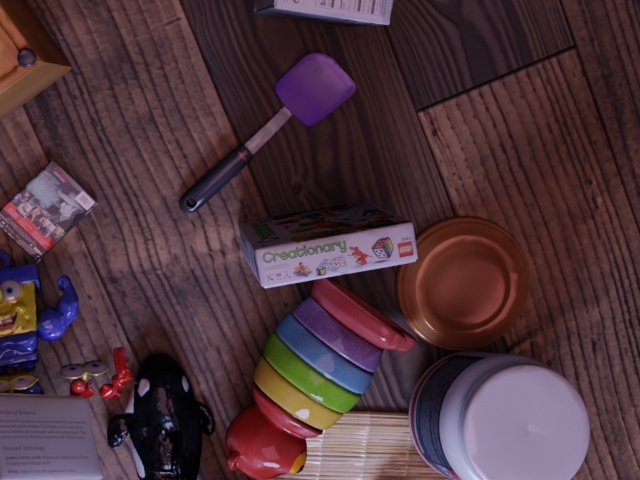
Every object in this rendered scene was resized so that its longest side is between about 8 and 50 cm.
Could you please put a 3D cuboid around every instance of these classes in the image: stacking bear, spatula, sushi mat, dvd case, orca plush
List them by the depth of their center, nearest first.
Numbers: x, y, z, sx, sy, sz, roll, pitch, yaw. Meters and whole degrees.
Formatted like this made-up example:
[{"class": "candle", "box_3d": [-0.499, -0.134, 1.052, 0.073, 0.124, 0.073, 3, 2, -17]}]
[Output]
[{"class": "dvd case", "box_3d": [-0.378, -0.041, 1.690, 0.119, 0.013, 0.087, -45, 103, 2]}, {"class": "spatula", "box_3d": [-0.084, -0.142, 1.707, 0.296, 0.030, 0.084, -42, 102, 1]}, {"class": "stacking bear", "box_3d": [-0.022, 0.206, 1.709, 0.164, 0.175, 0.289, 36, 92, 14]}, {"class": "orca plush", "box_3d": [-0.226, 0.309, 1.719, 0.151, 0.102, 0.287, 14, 97, -16]}, {"class": "sushi mat", "box_3d": [0.061, 0.324, 1.813, 0.316, 0.019, 0.151, 3, 100, -9]}]

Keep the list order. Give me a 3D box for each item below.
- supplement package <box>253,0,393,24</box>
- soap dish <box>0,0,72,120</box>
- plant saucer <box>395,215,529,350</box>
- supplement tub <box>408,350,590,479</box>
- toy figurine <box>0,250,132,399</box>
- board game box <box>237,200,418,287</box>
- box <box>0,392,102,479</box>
[{"class": "supplement package", "box_3d": [0.008, -0.382, 1.561, 0.145, 0.262, 0.204, 6, 98, -10]}, {"class": "soap dish", "box_3d": [-0.497, -0.274, 1.580, 0.229, 0.118, 0.291, -35, 101, -1]}, {"class": "plant saucer", "box_3d": [0.209, 0.065, 1.782, 0.200, 0.037, 0.200, -1, 100, -7]}, {"class": "supplement tub", "box_3d": [0.239, 0.248, 1.683, 0.191, 0.272, 0.191, 1, 86, -9]}, {"class": "toy figurine", "box_3d": [-0.451, 0.126, 1.671, 0.362, 0.191, 0.217, -10, 72, -9]}, {"class": "board game box", "box_3d": [0.000, 0.000, 1.603, 0.193, 0.305, 0.053, -10, 98, -7]}, {"class": "box", "box_3d": [-0.417, 0.286, 1.611, 0.181, 0.182, 0.119, -29, 67, 28]}]
